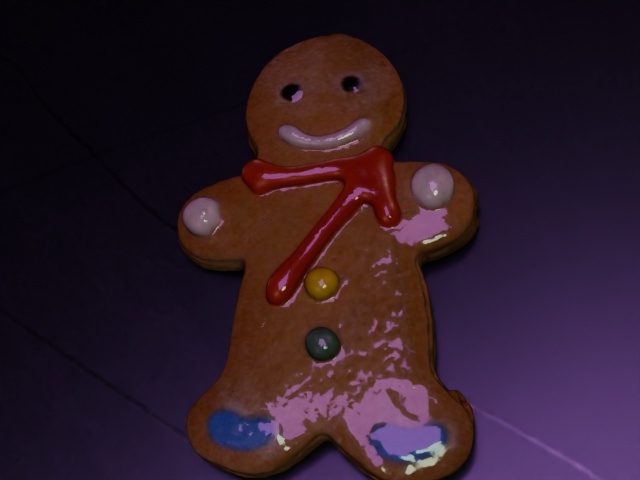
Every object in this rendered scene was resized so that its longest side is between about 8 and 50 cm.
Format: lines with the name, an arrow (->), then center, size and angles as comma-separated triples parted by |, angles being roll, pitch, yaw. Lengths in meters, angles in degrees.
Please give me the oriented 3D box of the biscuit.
biscuit -> 0.000, -0.001, 0.809 | 0.205, 0.049, 0.324 | -1, 63, 12
